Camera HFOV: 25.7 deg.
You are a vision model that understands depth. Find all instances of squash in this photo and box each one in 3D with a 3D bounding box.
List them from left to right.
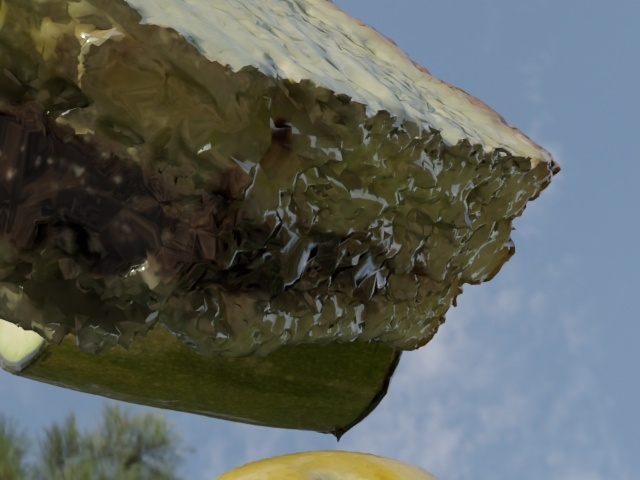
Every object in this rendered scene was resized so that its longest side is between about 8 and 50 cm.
[{"bbox_3d":[-0.129,0.053,1.483,0.384,0.263,0.263,16,-72,-31],"label":"squash"}]

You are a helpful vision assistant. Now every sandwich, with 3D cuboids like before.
[{"bbox_3d":[-0.081,-0.064,0.599,0.325,0.262,0.131,8,-62,-56],"label":"sandwich"}]

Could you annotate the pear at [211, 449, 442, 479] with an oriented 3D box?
[{"bbox_3d":[0.001,0.310,1.031,0.309,0.309,0.309,-7,-65,-14],"label":"pear"}]
